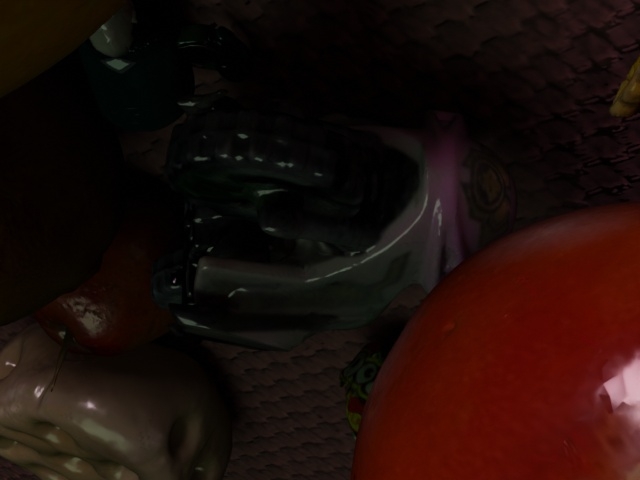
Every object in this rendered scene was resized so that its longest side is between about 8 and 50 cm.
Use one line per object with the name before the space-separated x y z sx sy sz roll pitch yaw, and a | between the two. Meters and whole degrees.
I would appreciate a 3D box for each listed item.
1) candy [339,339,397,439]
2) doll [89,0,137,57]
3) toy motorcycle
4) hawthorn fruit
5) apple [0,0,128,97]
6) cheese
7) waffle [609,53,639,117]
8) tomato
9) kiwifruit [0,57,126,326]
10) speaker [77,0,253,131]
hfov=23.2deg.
candy | 0.109 0.164 1.162 0.305 0.083 0.091 45 -177 -46
doll | -0.161 -0.173 0.789 0.192 0.095 0.149 25 148 6
toy motorcycle | 0.000 0.000 0.895 0.188 0.143 0.327 3 163 -7
hawthorn fruit | -0.151 0.021 1.067 0.125 0.140 0.125 41 145 37
apple | -0.208 -0.193 0.546 0.384 0.374 0.374 -9 136 43
cheese | -0.178 0.149 1.288 0.218 0.117 0.235 25 151 3
waffle | 0.227 -0.070 0.695 0.160 0.055 0.211 24 150 2
tomato | 0.171 0.122 0.743 0.321 0.322 0.321 19 150 12
kiwifruit | -0.225 -0.049 0.935 0.234 0.196 0.196 38 148 -25
speaker | -0.088 -0.107 0.890 0.094 0.060 0.075 -14 146 -3
